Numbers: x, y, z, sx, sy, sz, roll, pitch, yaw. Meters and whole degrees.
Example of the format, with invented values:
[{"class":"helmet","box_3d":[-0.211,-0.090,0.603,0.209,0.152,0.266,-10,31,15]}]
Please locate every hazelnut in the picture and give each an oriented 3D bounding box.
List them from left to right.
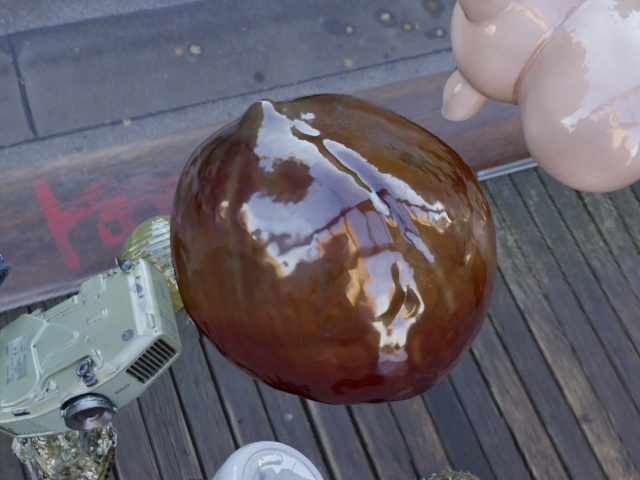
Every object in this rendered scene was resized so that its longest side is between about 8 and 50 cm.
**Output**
[{"class":"hazelnut","box_3d":[0.000,0.000,0.461,0.229,0.229,0.230,4,65,-9]}]

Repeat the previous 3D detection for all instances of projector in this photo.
[{"class":"projector","box_3d":[-0.326,0.155,0.897,0.269,0.088,0.194,-28,53,6]}]

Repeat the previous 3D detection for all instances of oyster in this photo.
[{"class":"oyster","box_3d":[-0.509,0.364,1.278,0.158,0.351,0.162,-13,22,21]}]

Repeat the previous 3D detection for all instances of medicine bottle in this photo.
[{"class":"medicine bottle","box_3d":[-0.093,0.338,0.749,0.135,0.215,0.135,27,29,-17]}]

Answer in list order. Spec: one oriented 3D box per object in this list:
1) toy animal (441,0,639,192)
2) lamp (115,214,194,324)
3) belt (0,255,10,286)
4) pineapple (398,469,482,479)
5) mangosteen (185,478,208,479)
[{"class":"toy animal","box_3d":[0.287,-0.208,0.785,0.269,0.237,0.327,-1,63,3]},{"class":"lamp","box_3d":[-0.349,0.076,1.608,0.250,0.250,0.284,-23,72,-19]},{"class":"belt","box_3d":[-0.511,0.081,0.894,0.082,0.141,0.190,40,69,-7]},{"class":"pineapple","box_3d":[0.175,0.388,0.973,0.108,0.197,0.108,6,74,-21]},{"class":"mangosteen","box_3d":[-0.267,0.584,1.413,0.172,0.184,0.173,-2,58,3]}]
